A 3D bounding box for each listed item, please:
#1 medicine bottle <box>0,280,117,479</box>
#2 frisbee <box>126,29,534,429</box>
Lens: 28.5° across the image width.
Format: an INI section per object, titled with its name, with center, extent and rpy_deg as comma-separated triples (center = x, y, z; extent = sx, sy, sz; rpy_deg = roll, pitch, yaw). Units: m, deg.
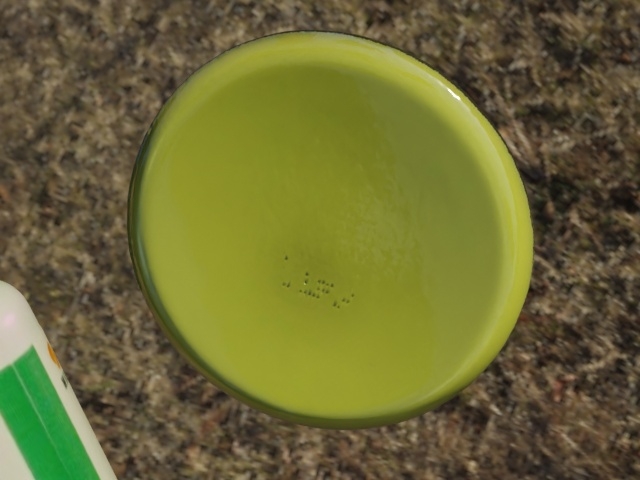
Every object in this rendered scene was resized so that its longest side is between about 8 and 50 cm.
[medicine bottle]
center = -0.133, 0.102, 0.516
extent = 0.095, 0.095, 0.260
rpy_deg = -11, 108, 36
[frisbee]
center = 0.000, 0.000, 0.706
extent = 0.236, 0.017, 0.235
rpy_deg = 4, 107, 13
